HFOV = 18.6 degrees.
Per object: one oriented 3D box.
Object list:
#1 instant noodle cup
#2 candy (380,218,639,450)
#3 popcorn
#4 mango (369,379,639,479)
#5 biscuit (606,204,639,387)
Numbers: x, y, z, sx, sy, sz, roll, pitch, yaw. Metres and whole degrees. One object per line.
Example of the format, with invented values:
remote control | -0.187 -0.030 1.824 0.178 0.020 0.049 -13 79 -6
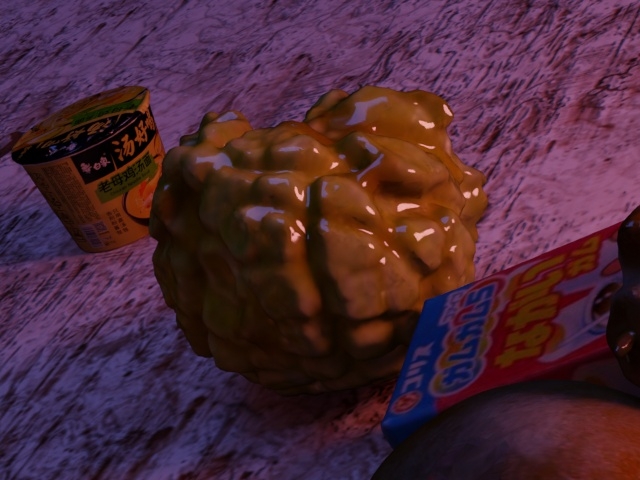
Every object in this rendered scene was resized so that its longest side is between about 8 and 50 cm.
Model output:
instant noodle cup | -0.216 -0.067 1.929 0.151 0.122 0.151 -18 24 8
candy | 0.198 0.060 1.230 0.306 0.100 0.157 -24 23 28
popcorn | 0.000 0.000 1.455 0.258 0.224 0.270 -14 13 9
mango | 0.121 0.173 1.006 0.221 0.199 0.384 -38 11 11
biscuit | 0.335 0.079 0.949 0.268 0.115 0.366 -13 38 -43
